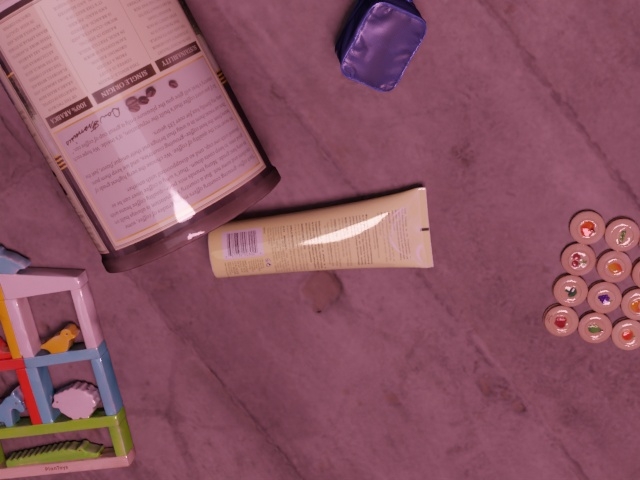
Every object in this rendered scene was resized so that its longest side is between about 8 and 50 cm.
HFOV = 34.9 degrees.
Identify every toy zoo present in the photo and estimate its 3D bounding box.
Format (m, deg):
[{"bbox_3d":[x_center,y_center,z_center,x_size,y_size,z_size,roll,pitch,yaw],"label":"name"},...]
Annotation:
[{"bbox_3d":[-0.348,0.145,1.222,0.192,0.030,0.293,-9,106,12],"label":"toy zoo"}]

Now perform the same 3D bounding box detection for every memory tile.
[{"bbox_3d":[0.310,0.045,1.093,0.113,0.012,0.148,12,109,5],"label":"memory tile"}]

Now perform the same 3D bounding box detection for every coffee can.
[{"bbox_3d":[-0.190,-0.135,1.011,0.202,0.201,0.275,-24,103,16],"label":"coffee can"}]

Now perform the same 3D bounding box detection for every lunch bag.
[{"bbox_3d":[0.059,-0.207,1.020,0.067,0.065,0.098,22,114,-21],"label":"lunch bag"}]

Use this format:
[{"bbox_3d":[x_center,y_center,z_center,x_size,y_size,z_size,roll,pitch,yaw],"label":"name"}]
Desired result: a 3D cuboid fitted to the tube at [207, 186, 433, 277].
[{"bbox_3d":[0.000,0.000,1.108,0.240,0.062,0.070,-7,151,6],"label":"tube"}]
